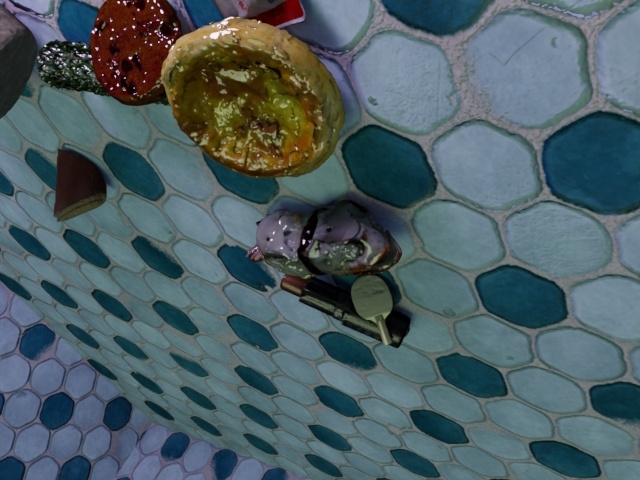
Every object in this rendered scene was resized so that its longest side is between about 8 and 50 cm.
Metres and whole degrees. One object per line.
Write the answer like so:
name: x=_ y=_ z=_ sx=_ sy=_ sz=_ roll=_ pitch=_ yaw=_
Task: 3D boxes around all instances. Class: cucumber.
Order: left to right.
cucumber: x=-0.337 y=-0.292 z=1.052 sx=0.359 sy=0.096 sz=0.096 roll=13 pitch=142 yaw=22

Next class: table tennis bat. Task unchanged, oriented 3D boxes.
table tennis bat: x=0.115 y=0.143 z=1.248 sx=0.087 sy=0.013 sz=0.156 roll=-17 pitch=95 yaw=19

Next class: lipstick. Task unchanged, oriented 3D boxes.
lipstick: x=0.052 y=0.143 z=1.312 sx=0.300 sy=0.081 sz=0.081 roll=24 pitch=146 yaw=10

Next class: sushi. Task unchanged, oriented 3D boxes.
sushi: x=0.000 y=0.000 z=1.132 sx=0.332 sy=0.124 sz=0.130 roll=-7 pitch=142 yaw=42

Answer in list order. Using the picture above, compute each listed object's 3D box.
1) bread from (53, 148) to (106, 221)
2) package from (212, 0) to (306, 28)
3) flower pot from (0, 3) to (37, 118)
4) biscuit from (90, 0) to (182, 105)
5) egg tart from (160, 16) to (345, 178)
bread: x=-0.568 y=-0.131 z=1.424 sx=0.119 sy=0.192 sz=0.067 roll=4 pitch=151 yaw=-28
package: x=-0.123 y=-0.387 z=0.807 sx=0.154 sy=0.030 sz=0.239 roll=4 pitch=141 yaw=44
flower pot: x=-0.722 y=-0.378 z=1.085 sx=0.330 sy=0.293 sz=0.293 roll=29 pitch=147 yaw=-9
biscuit: x=-0.293 y=-0.307 z=0.957 sx=0.192 sy=0.049 sz=0.192 roll=2 pitch=94 yaw=32
egg tart: x=-0.097 y=-0.220 z=0.909 sx=0.290 sy=0.115 sz=0.290 roll=12 pitch=143 yaw=9
